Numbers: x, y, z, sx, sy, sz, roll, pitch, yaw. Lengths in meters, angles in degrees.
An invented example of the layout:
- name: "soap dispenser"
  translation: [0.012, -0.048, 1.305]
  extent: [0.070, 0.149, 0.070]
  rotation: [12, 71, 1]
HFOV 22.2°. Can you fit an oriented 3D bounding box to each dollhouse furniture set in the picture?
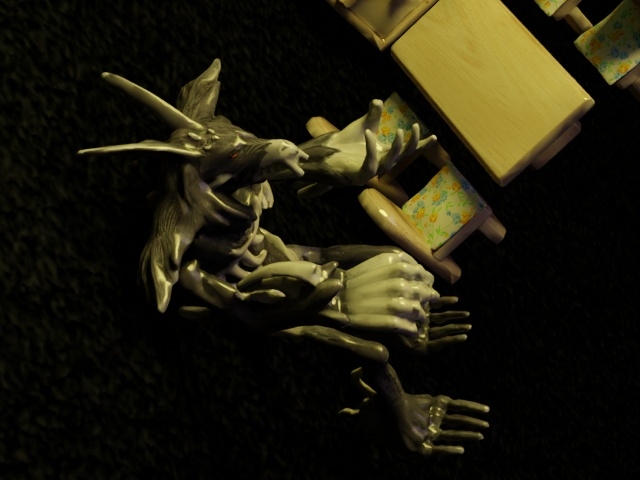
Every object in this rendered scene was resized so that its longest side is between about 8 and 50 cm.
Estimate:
- name: "dollhouse furniture set"
  translation: [0.068, -0.143, 1.018]
  extent: [0.161, 0.212, 0.242]
  rotation: [35, 15, -49]

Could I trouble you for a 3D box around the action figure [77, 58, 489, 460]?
- name: "action figure"
  translation: [0.000, 0.000, 0.860]
  extent: [0.275, 0.141, 0.164]
  rotation: [46, 36, -42]
